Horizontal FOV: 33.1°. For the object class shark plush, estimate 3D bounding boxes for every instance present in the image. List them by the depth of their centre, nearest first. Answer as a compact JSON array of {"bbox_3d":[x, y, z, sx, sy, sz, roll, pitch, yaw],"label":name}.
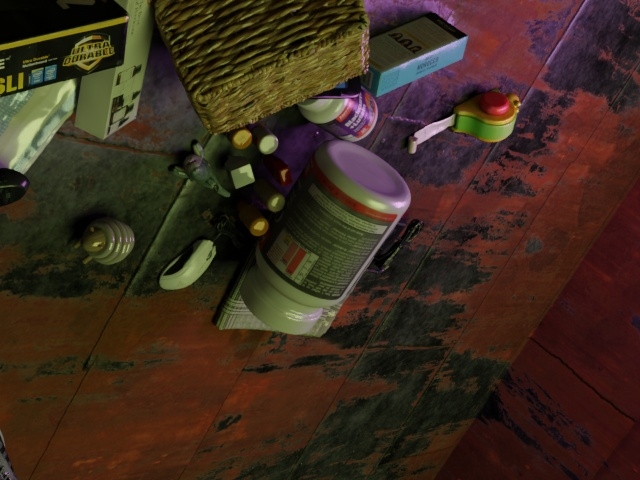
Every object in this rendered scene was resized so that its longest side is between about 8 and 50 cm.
[{"bbox_3d":[-0.213,-0.108,1.959,0.073,0.067,0.161,-42,149,-12],"label":"shark plush"}]

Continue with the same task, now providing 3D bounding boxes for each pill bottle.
[{"bbox_3d":[0.022,-0.263,2.048,0.108,0.108,0.193,-54,150,8],"label":"pill bottle"},{"bbox_3d":[0.000,0.000,2.118,0.210,0.210,0.363,-3,133,-51],"label":"pill bottle"}]

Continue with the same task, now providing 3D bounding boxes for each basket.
[{"bbox_3d":[-0.091,-0.327,1.666,0.299,0.213,0.223,-25,171,-2],"label":"basket"}]

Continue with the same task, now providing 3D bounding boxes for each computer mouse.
[{"bbox_3d":[-0.547,-0.067,1.571,0.242,0.041,0.071,-12,159,-25],"label":"computer mouse"},{"bbox_3d":[-0.233,0.036,2.123,0.193,0.042,0.106,-43,150,-10],"label":"computer mouse"},{"bbox_3d":[0.125,-0.001,2.544,0.184,0.060,0.262,-51,154,18],"label":"computer mouse"}]

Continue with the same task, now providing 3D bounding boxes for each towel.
[{"bbox_3d":[-0.476,-0.203,1.545,0.209,0.034,0.285,-51,150,3],"label":"towel"},{"bbox_3d":[-0.042,0.086,2.356,0.324,0.056,0.312,9,119,-41],"label":"towel"}]

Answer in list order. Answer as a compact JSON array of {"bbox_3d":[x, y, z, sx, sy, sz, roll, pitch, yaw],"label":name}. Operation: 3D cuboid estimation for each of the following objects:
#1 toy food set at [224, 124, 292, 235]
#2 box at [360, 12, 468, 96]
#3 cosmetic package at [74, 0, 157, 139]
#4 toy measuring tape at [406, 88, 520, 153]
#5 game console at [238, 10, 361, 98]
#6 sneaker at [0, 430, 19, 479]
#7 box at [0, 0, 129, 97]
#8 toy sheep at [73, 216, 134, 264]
[{"bbox_3d":[-0.128,-0.136,2.045,0.111,0.104,0.232,-24,126,-14],"label":"toy food set"},{"bbox_3d":[0.170,-0.369,2.130,0.244,0.100,0.060,-27,145,-32],"label":"box"},{"bbox_3d":[-0.304,-0.278,1.624,0.099,0.061,0.239,-52,163,-54],"label":"cosmetic package"},{"bbox_3d":[0.350,-0.259,2.477,0.330,0.121,0.121,-30,145,-30],"label":"toy measuring tape"},{"bbox_3d":[0.004,-0.383,1.811,0.293,0.173,0.250,-10,150,-48],"label":"game console"},{"bbox_3d":[-0.599,0.442,1.997,0.101,0.153,0.268,-32,146,-27],"label":"sneaker"},{"bbox_3d":[-0.416,-0.282,1.243,0.257,0.322,0.079,-22,142,-38],"label":"box"},{"bbox_3d":[-0.369,0.001,1.870,0.091,0.091,0.132,-59,162,16],"label":"toy sheep"}]
